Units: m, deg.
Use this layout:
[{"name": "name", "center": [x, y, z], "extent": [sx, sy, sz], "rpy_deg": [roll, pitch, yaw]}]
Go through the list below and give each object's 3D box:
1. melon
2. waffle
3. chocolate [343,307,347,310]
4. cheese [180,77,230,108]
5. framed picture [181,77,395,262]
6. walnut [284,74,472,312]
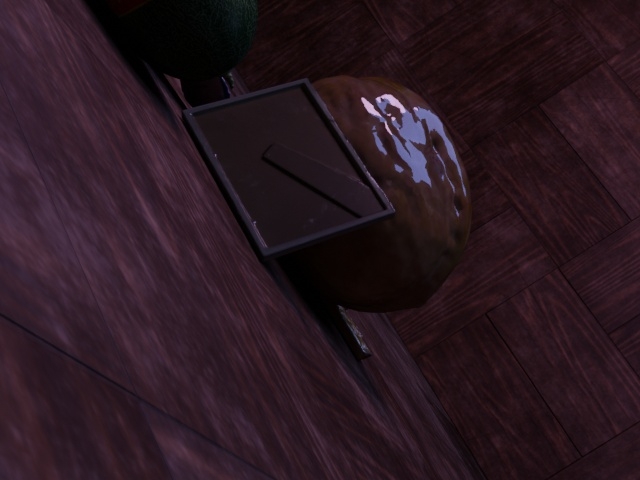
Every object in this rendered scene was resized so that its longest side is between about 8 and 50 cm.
[{"name": "melon", "center": [-0.175, -0.306, 1.268], "extent": [0.288, 0.182, 0.182], "rpy_deg": [57, 3, -18]}, {"name": "waffle", "center": [0.036, 0.124, 1.647], "extent": [0.135, 0.021, 0.092], "rpy_deg": [58, 3, 10]}, {"name": "chocolate", "center": [0.002, 0.000, 1.806], "extent": [0.254, 0.080, 0.157], "rpy_deg": [54, 4, -40]}, {"name": "cheese", "center": [-0.185, -0.271, 1.444], "extent": [0.189, 0.074, 0.286], "rpy_deg": [3, -58, 51]}, {"name": "framed picture", "center": [-0.043, -0.096, 1.337], "extent": [0.250, 0.184, 0.016], "rpy_deg": [58, -25, 29]}, {"name": "walnut", "center": [0.062, -0.059, 1.526], "extent": [0.344, 0.306, 0.306], "rpy_deg": [62, 4, 12]}]
